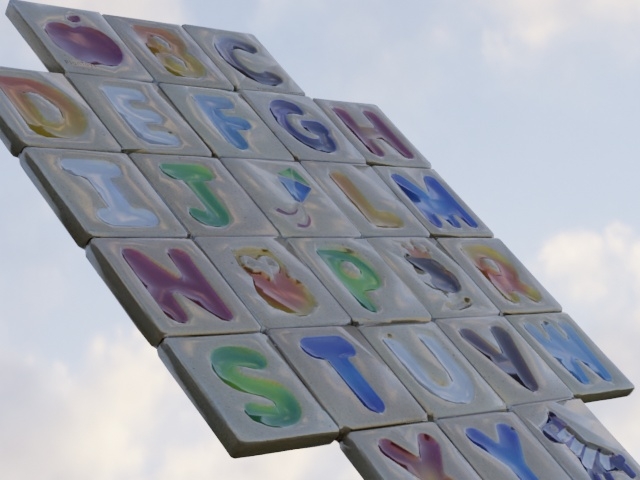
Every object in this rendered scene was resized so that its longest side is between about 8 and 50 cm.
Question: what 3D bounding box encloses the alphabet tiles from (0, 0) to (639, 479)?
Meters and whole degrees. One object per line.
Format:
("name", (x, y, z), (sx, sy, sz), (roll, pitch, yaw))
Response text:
("alphabet tiles", (0.000, 0.000, 0.720), (0.285, 0.342, 0.011), (0, -48, -48))
